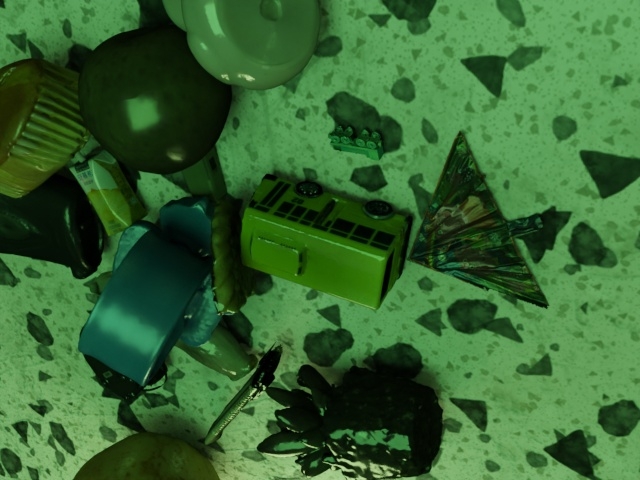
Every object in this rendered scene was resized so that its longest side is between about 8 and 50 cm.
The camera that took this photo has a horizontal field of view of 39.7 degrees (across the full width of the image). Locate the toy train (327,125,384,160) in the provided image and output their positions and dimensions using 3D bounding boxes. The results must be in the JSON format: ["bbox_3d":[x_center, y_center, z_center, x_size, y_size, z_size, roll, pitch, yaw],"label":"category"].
[{"bbox_3d":[0.055,-0.151,1.375,0.092,0.029,0.045,11,140,26],"label":"toy train"}]

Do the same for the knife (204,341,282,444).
[{"bbox_3d":[-0.151,0.312,1.733,0.043,0.089,0.365,39,136,3],"label":"knife"}]

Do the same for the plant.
[{"bbox_3d":[0.051,0.334,1.592,0.320,0.182,0.194,0,125,30],"label":"plant"}]

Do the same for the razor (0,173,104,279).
[{"bbox_3d":[-0.575,-0.050,1.714,0.348,0.113,0.205,12,126,18],"label":"razor"}]

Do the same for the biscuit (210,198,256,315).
[{"bbox_3d":[-0.147,0.022,1.471,0.036,0.273,0.187,-9,96,4],"label":"biscuit"}]

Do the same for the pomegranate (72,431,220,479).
[{"bbox_3d":[-0.377,0.560,1.886,0.342,0.342,0.343,13,125,20],"label":"pomegranate"}]

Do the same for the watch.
[{"bbox_3d":[-0.266,0.083,1.496,0.241,0.274,0.305,28,119,1],"label":"watch"}]

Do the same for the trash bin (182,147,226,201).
[{"bbox_3d":[-0.203,-0.115,1.526,0.060,0.043,0.092,1,124,27],"label":"trash bin"}]

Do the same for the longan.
[{"bbox_3d":[-0.252,-0.223,1.378,0.245,0.215,0.246,0,108,1],"label":"longan"}]

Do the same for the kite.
[{"bbox_3d":[0.231,-0.009,1.378,0.233,0.016,0.321,-19,109,33],"label":"kite"}]

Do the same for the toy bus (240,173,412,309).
[{"bbox_3d":[0.000,0.000,1.420,0.262,0.150,0.128,18,128,15],"label":"toy bus"}]

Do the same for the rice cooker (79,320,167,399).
[{"bbox_3d":[-0.400,0.229,1.797,0.142,0.118,0.203,-26,105,42],"label":"rice cooker"}]

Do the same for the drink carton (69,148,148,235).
[{"bbox_3d":[-0.397,-0.111,1.607,0.084,0.074,0.200,-14,112,32],"label":"drink carton"}]

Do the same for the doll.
[{"bbox_3d":[-0.127,-0.331,1.268,0.221,0.221,0.251,-20,125,35],"label":"doll"}]

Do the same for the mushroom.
[{"bbox_3d":[-0.281,0.163,1.711,0.351,0.097,0.109,28,131,6],"label":"mushroom"}]

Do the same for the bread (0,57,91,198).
[{"bbox_3d":[-0.512,-0.200,1.504,0.288,0.204,0.156,-17,148,42],"label":"bread"}]
